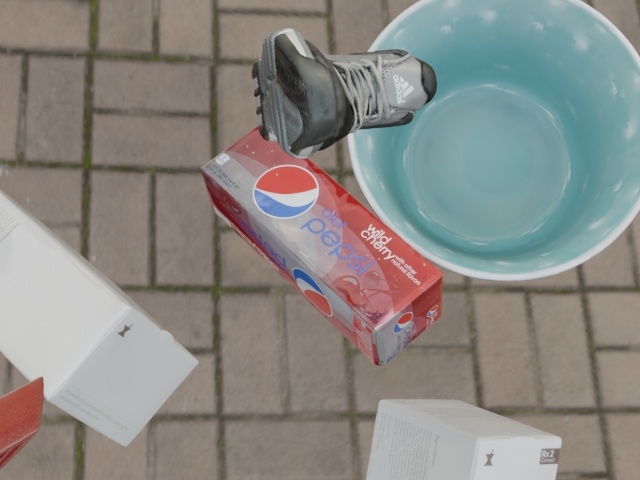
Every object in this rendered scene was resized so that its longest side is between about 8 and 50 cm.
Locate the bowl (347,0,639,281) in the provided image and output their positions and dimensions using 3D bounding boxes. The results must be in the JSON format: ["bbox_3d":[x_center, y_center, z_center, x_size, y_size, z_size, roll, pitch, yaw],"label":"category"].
[{"bbox_3d":[0.183,-0.099,1.112,0.312,0.163,0.311,0,79,3],"label":"bowl"}]

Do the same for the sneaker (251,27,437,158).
[{"bbox_3d":[0.026,-0.112,0.750,0.132,0.229,0.086,-7,101,-8],"label":"sneaker"}]

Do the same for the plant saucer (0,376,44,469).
[{"bbox_3d":[-0.405,0.263,1.036,0.258,0.259,0.047,-44,84,22],"label":"plant saucer"}]

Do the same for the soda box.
[{"bbox_3d":[0.000,0.000,1.041,0.092,0.083,0.263,-38,62,-18],"label":"soda box"}]

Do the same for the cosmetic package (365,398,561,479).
[{"bbox_3d":[0.174,0.293,1.314,0.151,0.184,0.151,7,94,-37],"label":"cosmetic package"}]

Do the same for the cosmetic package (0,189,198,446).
[{"bbox_3d":[-0.356,0.085,1.385,0.365,0.197,0.155,36,80,35],"label":"cosmetic package"}]
